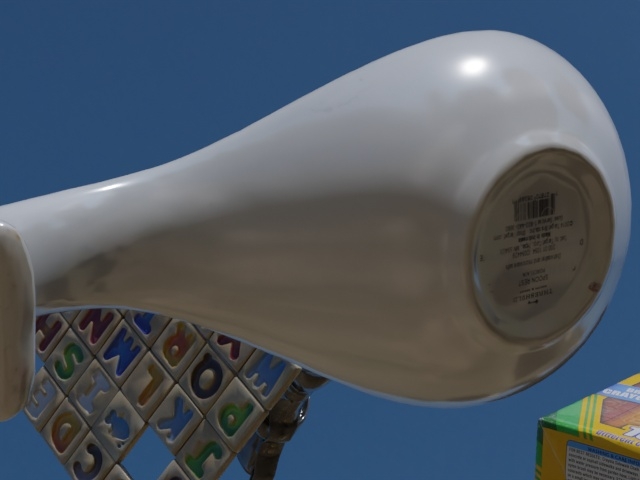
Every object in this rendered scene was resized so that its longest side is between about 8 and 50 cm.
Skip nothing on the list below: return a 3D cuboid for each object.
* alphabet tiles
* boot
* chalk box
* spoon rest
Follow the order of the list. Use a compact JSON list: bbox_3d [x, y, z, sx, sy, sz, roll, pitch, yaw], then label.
[{"bbox_3d":[-0.139,0.097,1.190,0.198,0.237,0.009,-53,-36,12],"label":"alphabet tiles"},{"bbox_3d":[-0.039,0.051,1.318,0.091,0.263,0.229,7,-31,-17],"label":"boot"},{"bbox_3d":[0.248,0.164,1.026,0.213,0.132,0.132,-16,-68,-49],"label":"chalk box"},{"bbox_3d":[0.000,0.000,0.523,0.276,0.084,0.137,-7,-76,-37],"label":"spoon rest"}]
